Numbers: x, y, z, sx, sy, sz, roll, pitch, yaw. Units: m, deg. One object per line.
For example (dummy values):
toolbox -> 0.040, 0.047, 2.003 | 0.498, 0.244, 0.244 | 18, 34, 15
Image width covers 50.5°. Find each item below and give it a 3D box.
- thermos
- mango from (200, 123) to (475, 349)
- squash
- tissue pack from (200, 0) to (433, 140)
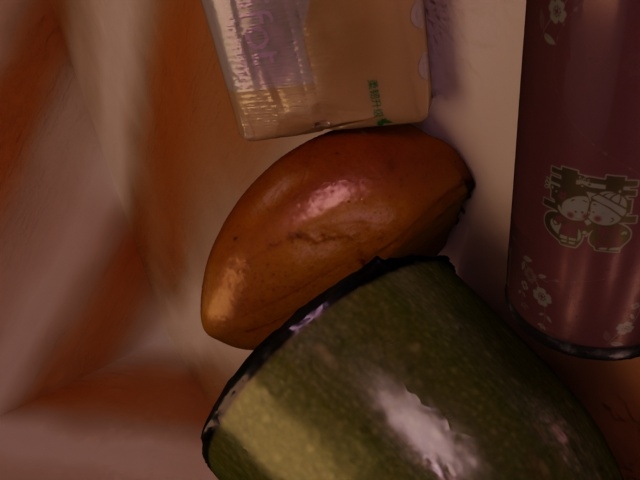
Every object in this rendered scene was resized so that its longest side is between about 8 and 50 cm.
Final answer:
thermos -> 0.167, -0.084, 0.342 | 0.136, 0.110, 0.330 | 42, 149, 46
mango -> 0.000, 0.000, 0.626 | 0.138, 0.257, 0.187 | 47, 153, 39
squash -> 0.101, 0.218, 0.588 | 0.309, 0.310, 0.310 | 49, 154, 27
tissue pack -> -0.008, -0.199, 0.557 | 0.186, 0.090, 0.222 | -1, 123, 19
